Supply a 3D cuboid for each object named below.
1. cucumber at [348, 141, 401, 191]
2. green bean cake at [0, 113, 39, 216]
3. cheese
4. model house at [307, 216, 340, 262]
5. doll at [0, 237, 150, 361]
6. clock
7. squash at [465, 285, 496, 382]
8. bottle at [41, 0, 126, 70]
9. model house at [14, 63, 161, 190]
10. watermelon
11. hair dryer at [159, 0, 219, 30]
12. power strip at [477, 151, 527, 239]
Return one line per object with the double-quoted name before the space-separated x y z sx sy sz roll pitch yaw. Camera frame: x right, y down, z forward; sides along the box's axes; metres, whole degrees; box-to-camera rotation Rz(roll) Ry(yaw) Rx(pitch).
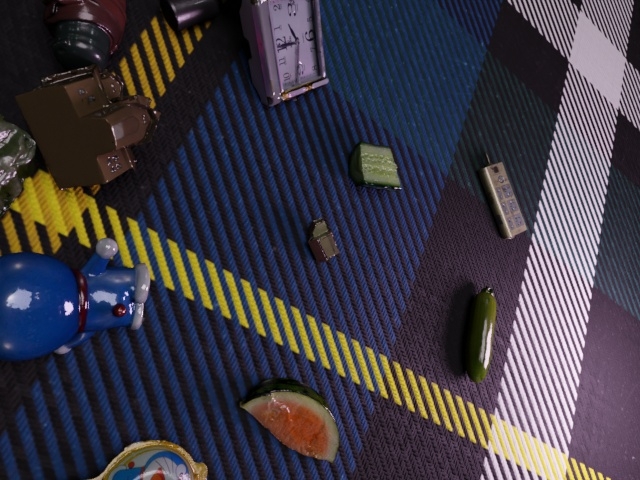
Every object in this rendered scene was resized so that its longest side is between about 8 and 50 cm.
"cucumber" 0.132 -0.174 1.141 0.115 0.062 0.117 4 69 -30
"green bean cake" -0.601 -0.123 0.694 0.255 0.132 0.241 39 60 -16
"cheese" -0.317 0.424 0.753 0.270 0.069 0.177 2 78 -28
"model house" 0.000 0.000 1.039 0.058 0.057 0.083 -28 113 -5
"doll" -0.406 0.091 0.735 0.256 0.161 0.216 2 109 -42
"clock" -0.074 -0.442 1.033 0.186 0.083 0.254 -31 132 -30
"squash" 0.414 0.235 1.198 0.069 0.069 0.258 23 68 -23
"bottle" -0.428 -0.432 0.854 0.156 0.143 0.272 32 54 -63
"model house" -0.358 -0.223 0.830 0.248 0.176 0.181 -65 149 -54
"watermelon" -0.045 0.353 0.931 0.245 0.063 0.119 40 81 -21
"hair dryer" -0.329 -0.568 0.989 0.114 0.070 0.248 -35 87 -29
"power strip" 0.529 -0.134 1.363 0.092 0.034 0.268 -18 88 -30
